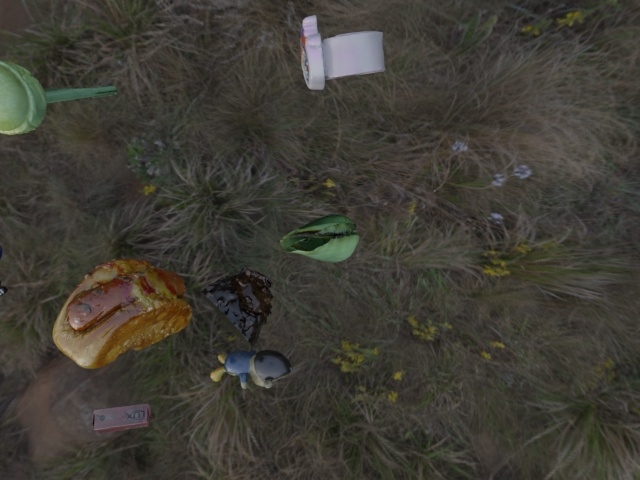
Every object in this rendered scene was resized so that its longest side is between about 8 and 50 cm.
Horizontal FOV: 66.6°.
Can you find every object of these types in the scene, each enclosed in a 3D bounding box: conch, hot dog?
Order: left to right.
[{"bbox_3d":[-0.359,0.119,0.918,0.150,0.257,0.153,29,118,27],"label":"hot dog"},{"bbox_3d":[0.018,-0.007,1.311,0.144,0.251,0.137,31,99,19],"label":"conch"}]

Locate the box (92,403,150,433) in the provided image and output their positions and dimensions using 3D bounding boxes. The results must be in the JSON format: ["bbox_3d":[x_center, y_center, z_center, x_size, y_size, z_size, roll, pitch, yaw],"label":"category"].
[{"bbox_3d":[-0.575,0.515,1.413,0.156,0.111,0.059,-2,66,-20],"label":"box"}]

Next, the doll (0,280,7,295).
[{"bbox_3d":[-1.054,0.190,1.474,0.220,0.067,0.091,-32,108,-2],"label":"doll"}]

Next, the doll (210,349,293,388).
[{"bbox_3d":[-0.143,0.278,1.063,0.180,0.102,0.088,-5,129,18],"label":"doll"}]

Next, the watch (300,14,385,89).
[{"bbox_3d":[0.059,-0.538,1.377,0.232,0.244,0.195,-10,108,-4],"label":"watch"}]

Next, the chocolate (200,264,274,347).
[{"bbox_3d":[-0.206,0.170,1.404,0.177,0.206,0.224,-44,123,-17],"label":"chocolate"}]

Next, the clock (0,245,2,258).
[{"bbox_3d":[-0.900,0.075,1.189,0.231,0.230,0.083,-18,132,14],"label":"clock"}]

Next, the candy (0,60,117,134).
[{"bbox_3d":[-0.409,-0.231,0.768,0.093,0.335,0.092,35,110,-7],"label":"candy"}]
